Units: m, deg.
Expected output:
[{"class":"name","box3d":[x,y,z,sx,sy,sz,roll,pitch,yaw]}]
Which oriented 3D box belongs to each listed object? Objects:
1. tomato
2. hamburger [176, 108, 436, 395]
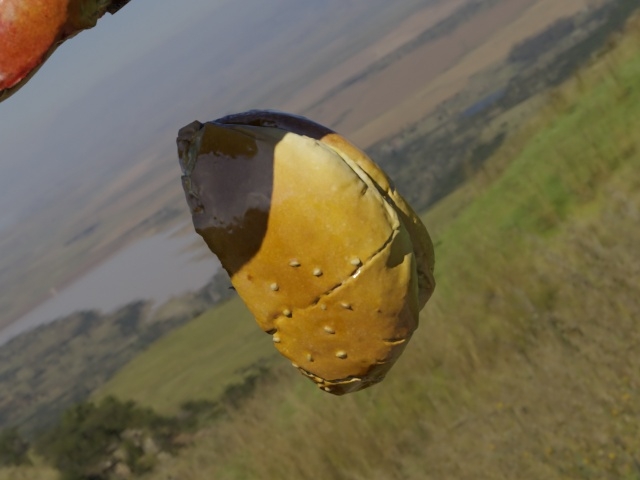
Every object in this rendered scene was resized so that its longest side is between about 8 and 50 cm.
[{"class":"tomato","box3d":[-0.223,-0.194,0.879,0.200,0.140,0.233,-12,28,45]},{"class":"hamburger","box3d":[0.000,0.000,1.030,0.156,0.283,0.144,-15,30,37]}]
